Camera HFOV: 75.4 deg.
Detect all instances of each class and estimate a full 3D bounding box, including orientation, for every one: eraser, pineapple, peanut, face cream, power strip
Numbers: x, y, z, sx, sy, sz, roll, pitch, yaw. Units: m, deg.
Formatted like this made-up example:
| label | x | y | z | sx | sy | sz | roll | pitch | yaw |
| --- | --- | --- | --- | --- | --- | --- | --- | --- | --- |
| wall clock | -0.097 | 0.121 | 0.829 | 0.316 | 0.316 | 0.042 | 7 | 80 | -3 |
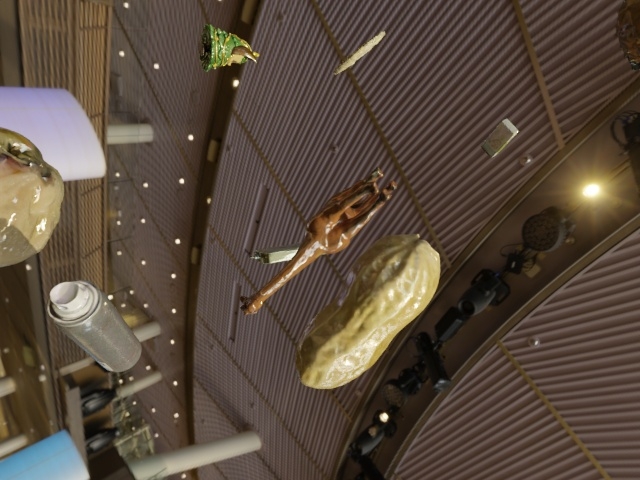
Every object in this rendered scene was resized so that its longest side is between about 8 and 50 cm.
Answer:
| label | x | y | z | sx | sy | sz | roll | pitch | yaw |
| --- | --- | --- | --- | --- | --- | --- | --- | --- | --- |
| eraser | 0.367 | -0.209 | 0.853 | 0.038 | 0.019 | 0.083 | 52 | -21 | 13 |
| pineapple | 0.561 | -0.319 | 0.673 | 0.128 | 0.248 | 0.128 | -8 | -102 | 39 |
| peanut | 0.075 | 0.119 | 0.689 | 0.313 | 0.149 | 0.149 | -48 | -116 | 4 |
| face cream | -0.349 | 0.138 | 0.651 | 0.073 | 0.073 | 0.284 | 52 | -26 | 19 |
| power strip | -0.054 | 0.025 | 0.943 | 0.080 | 0.226 | 0.029 | 7 | -76 | 60 |

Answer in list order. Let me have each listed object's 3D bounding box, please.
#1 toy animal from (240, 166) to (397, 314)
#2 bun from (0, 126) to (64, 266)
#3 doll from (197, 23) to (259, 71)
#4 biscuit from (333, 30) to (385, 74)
| label | x | y | z | sx | sy | sz | roll | pitch | yaw |
| --- | --- | --- | --- | --- | --- | --- | --- | --- | --- |
| toy animal | 0.000 | 0.000 | 0.577 | 0.229 | 0.224 | 0.066 | -38 | -83 | 25 |
| bun | -0.579 | -0.093 | 0.709 | 0.204 | 0.281 | 0.282 | -37 | -105 | 19 |
| doll | -0.171 | -0.365 | 0.768 | 0.078 | 0.113 | 0.077 | 49 | -28 | 43 |
| biscuit | 0.094 | -0.453 | 1.003 | 0.152 | 0.152 | 0.020 | -23 | -70 | 45 |
